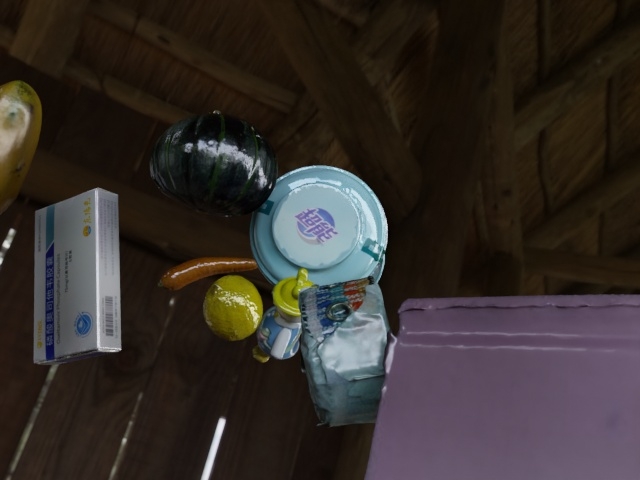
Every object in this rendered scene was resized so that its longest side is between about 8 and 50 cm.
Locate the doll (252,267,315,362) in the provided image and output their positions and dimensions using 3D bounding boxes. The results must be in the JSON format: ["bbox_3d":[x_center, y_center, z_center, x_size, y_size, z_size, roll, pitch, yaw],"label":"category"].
[{"bbox_3d":[-0.063,0.147,1.468,0.099,0.135,0.241,42,-42,18],"label":"doll"}]

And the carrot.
[{"bbox_3d":[-0.294,0.073,2.008,0.271,0.066,0.062,-16,-63,-10],"label":"carrot"}]

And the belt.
[{"bbox_3d":[0.043,0.159,1.129,0.150,0.207,0.257,-11,10,-1],"label":"belt"}]

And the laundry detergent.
[{"bbox_3d":[0.000,0.000,1.659,0.287,0.287,0.305,12,-11,6],"label":"laundry detergent"}]

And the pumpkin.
[{"bbox_3d":[-0.203,-0.149,1.465,0.250,0.216,0.250,-3,-19,-1],"label":"pumpkin"}]

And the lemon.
[{"bbox_3d":[-0.158,0.123,1.387,0.109,0.109,0.133,1,-52,26],"label":"lemon"}]

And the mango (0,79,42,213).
[{"bbox_3d":[-0.697,-0.191,1.631,0.173,0.317,0.211,29,-4,-24],"label":"mango"}]

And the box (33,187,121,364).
[{"bbox_3d":[-0.516,0.079,1.622,0.200,0.343,0.065,-15,-18,30],"label":"box"}]

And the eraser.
[{"bbox_3d":[0.239,0.202,0.890,0.359,0.272,0.122,-7,-25,44],"label":"eraser"}]
